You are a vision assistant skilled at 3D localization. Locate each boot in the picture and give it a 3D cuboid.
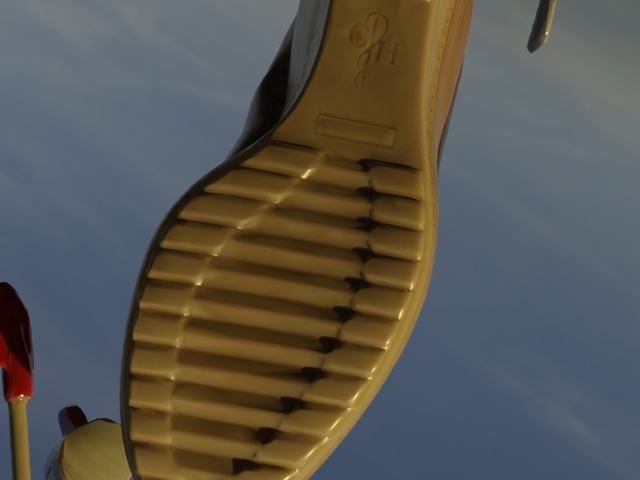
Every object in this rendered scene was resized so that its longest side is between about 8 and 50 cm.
[{"bbox_3d":[0.000,0.000,0.532,0.090,0.248,0.207,19,165,4],"label":"boot"}]

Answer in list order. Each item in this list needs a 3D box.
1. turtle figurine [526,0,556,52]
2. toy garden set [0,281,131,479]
[{"bbox_3d":[0.195,-0.290,0.759,0.197,0.266,0.275,-4,-124,-31],"label":"turtle figurine"},{"bbox_3d":[-0.132,0.132,0.445,0.203,0.049,0.244,-14,-103,-26],"label":"toy garden set"}]
